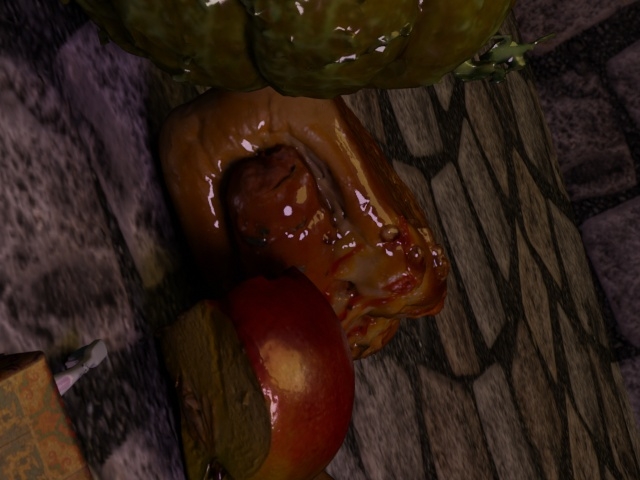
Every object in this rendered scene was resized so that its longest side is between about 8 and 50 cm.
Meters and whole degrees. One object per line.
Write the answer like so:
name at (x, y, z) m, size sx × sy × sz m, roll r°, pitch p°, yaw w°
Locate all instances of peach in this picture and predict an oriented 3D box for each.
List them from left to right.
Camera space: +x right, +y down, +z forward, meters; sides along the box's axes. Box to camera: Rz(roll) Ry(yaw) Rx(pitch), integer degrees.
peach at (-0.034, 0.087, 1.156) m, size 0.118 × 0.151 × 0.151 m, roll -9°, pitch 78°, yaw -29°

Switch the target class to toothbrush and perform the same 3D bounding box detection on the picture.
toothbrush at (-0.141, 0.081, 0.940) m, size 0.017 × 0.022 × 0.204 m, roll 67°, pitch 17°, yaw -8°

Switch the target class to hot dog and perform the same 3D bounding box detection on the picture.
hot dog at (0.000, 0.000, 1.292) m, size 0.256 × 0.150 × 0.153 m, roll 49°, pitch 19°, yaw -57°

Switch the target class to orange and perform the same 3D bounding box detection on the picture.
orange at (-0.016, -0.209, 1.162) m, size 0.300 × 0.301 × 0.223 m, roll -9°, pitch 112°, yaw -38°

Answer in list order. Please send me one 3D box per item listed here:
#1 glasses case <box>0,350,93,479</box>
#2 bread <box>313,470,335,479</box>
glasses case at (-0.120, 0.162, 0.841) m, size 0.075 × 0.049 × 0.218 m, roll -29°, pitch 104°, yaw -43°
bread at (-0.022, 0.146, 1.241) m, size 0.083 × 0.047 × 0.036 m, roll 53°, pitch 55°, yaw -45°
